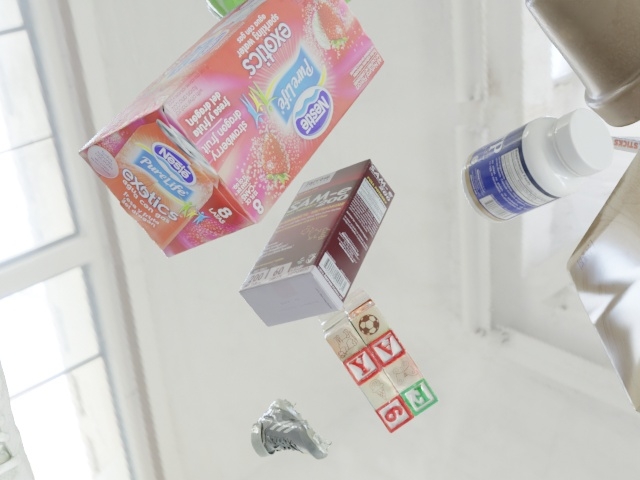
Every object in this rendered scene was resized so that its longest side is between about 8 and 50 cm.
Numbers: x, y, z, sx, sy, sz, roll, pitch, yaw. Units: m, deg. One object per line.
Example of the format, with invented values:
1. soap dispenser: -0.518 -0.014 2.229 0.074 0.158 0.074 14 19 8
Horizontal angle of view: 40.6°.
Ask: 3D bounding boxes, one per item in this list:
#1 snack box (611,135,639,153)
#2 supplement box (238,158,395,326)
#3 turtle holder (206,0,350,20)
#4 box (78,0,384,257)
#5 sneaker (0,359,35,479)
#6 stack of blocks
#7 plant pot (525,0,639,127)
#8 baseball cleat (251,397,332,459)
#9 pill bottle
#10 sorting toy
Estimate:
1. snack box: 0.503 -0.131 1.251 0.178 0.064 0.022 -150 -119 -63
2. supplement box: 0.000 0.000 1.175 0.130 0.239 0.073 -17 -59 37
3. turtle holder: -0.054 -0.369 1.168 0.227 0.243 0.320 -140 -150 -76
4. box: -0.068 -0.119 0.759 0.128 0.257 0.123 -18 -62 43
5. sneaker: -0.230 0.112 0.562 0.094 0.080 0.212 -28 -95 40
6. stack of blocks: 0.078 0.167 1.363 0.171 0.087 0.297 56 0 -6
7. plant pot: 0.431 -0.333 1.259 0.229 0.263 0.263 36 -36 -9
8. baseball cleat: -0.055 0.346 1.489 0.072 0.109 0.206 50 -9 -20
9. pill bottle: 0.289 -0.101 1.156 0.186 0.112 0.112 -27 -90 51
10. sorting toy: 0.316 -0.016 0.662 0.089 0.257 0.255 25 -69 -5
